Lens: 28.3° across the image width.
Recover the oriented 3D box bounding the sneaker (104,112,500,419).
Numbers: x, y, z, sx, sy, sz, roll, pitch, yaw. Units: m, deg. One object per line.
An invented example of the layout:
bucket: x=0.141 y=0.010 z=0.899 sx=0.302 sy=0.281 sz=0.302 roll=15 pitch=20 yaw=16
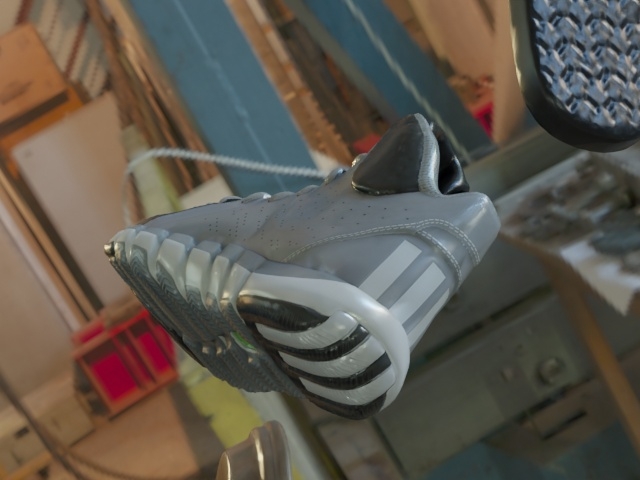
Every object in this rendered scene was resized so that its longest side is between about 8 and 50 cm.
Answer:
sneaker: x=0.000 y=0.000 z=0.563 sx=0.132 sy=0.086 sz=0.229 roll=-44 pitch=27 yaw=-18

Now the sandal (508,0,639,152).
sandal: x=0.076 y=-0.110 z=0.426 sx=0.067 sy=0.179 sz=0.040 roll=7 pitch=-19 yaw=-21

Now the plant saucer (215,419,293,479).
plant saucer: x=-0.052 y=0.258 z=0.843 sx=0.041 sy=0.278 sz=0.278 roll=4 pitch=13 yaw=-7
